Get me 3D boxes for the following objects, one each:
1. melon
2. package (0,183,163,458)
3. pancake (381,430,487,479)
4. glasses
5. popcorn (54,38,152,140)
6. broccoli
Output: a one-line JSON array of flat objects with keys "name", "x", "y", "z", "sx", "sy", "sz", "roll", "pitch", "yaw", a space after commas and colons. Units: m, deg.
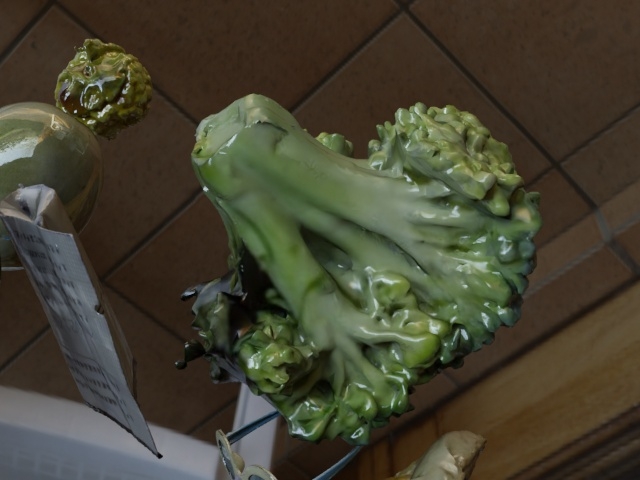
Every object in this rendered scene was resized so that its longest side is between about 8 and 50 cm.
[{"name": "melon", "x": -0.546, "y": -0.092, "z": 1.590, "sx": 0.269, "sy": 0.268, "sz": 0.330, "roll": 32, "pitch": 90, "yaw": -18}, {"name": "package", "x": -0.211, "y": 0.062, "z": 0.754, "sx": 0.062, "sy": 0.251, "sz": 0.203, "roll": -27, "pitch": 112, "yaw": -16}, {"name": "pancake", "x": 0.013, "y": 0.317, "z": 0.843, "sx": 0.082, "sy": 0.387, "sz": 0.387, "roll": 45, "pitch": 121, "yaw": 13}, {"name": "glasses", "x": -0.037, "y": 0.258, "z": 1.191, "sx": 0.220, "sy": 0.190, "sz": 0.088, "roll": -45, "pitch": 124, "yaw": -16}, {"name": "popcorn", "x": -0.478, "y": -0.329, "z": 1.921, "sx": 0.218, "sy": 0.189, "sz": 0.169, "roll": -23, "pitch": 163, "yaw": 3}, {"name": "broccoli", "x": 0.005, "y": 0.003, "z": 0.732, "sx": 0.348, "sy": 0.293, "sz": 0.281, "roll": -14, "pitch": 134, "yaw": 44}]
